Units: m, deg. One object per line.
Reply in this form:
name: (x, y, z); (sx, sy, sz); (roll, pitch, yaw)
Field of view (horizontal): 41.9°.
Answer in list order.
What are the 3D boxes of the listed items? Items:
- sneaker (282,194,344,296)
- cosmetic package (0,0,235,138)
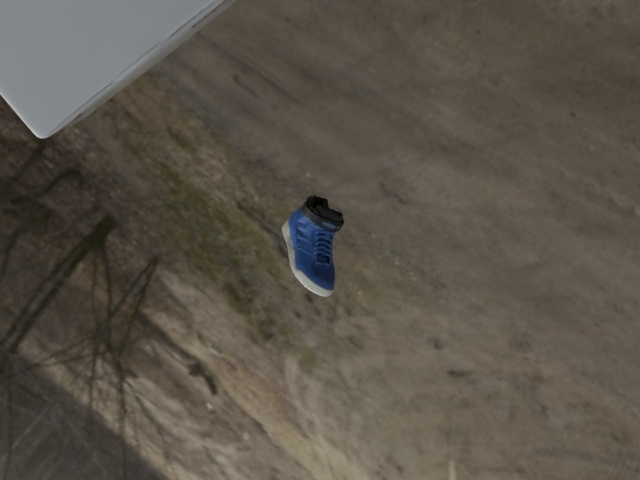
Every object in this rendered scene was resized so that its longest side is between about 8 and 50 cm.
sneaker: (-0.001, 0.000, 1.134); (0.058, 0.084, 0.152); (21, -149, -31)
cosmetic package: (-0.165, -0.186, 0.529); (0.183, 0.151, 0.151); (52, -176, -15)
